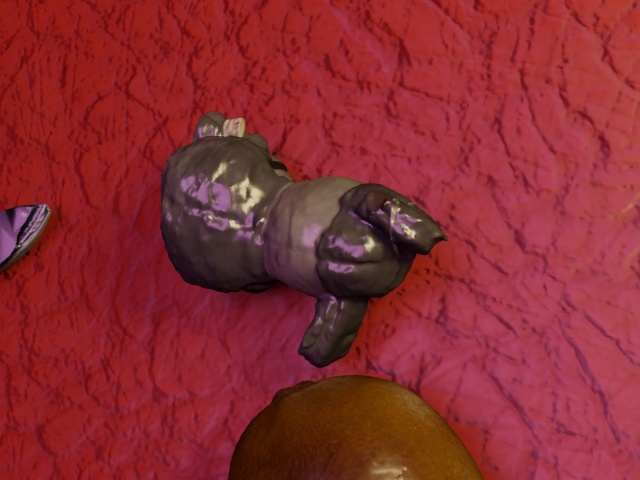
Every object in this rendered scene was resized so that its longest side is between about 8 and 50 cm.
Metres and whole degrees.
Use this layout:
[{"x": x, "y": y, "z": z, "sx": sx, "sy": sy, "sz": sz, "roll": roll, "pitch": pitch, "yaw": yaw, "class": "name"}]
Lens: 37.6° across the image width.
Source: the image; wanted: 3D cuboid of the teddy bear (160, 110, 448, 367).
[{"x": -0.015, "y": 0.007, "z": 0.799, "sx": 0.251, "sy": 0.144, "sz": 0.171, "roll": 22, "pitch": 108, "yaw": 20, "class": "teddy bear"}]

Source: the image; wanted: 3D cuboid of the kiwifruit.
[{"x": 0.030, "y": 0.213, "z": 0.713, "sx": 0.196, "sy": 0.196, "sz": 0.234, "roll": -36, "pitch": 73, "yaw": 9, "class": "kiwifruit"}]

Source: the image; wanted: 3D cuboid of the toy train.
[{"x": -0.371, "y": 0.035, "z": 0.946, "sx": 0.252, "sy": 0.048, "sz": 0.055, "roll": -30, "pitch": 83, "yaw": 4, "class": "toy train"}]
